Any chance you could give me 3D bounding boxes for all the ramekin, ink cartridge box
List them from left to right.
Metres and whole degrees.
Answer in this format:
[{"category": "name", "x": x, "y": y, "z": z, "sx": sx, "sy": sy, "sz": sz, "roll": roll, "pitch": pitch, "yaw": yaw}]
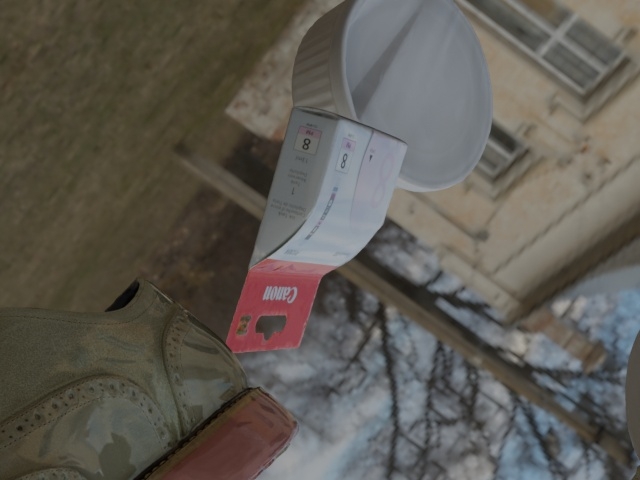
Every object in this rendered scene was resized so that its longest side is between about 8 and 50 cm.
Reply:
[{"category": "ink cartridge box", "x": 0.000, "y": 0.000, "z": 1.205, "sx": 0.189, "sy": 0.066, "sz": 0.232, "roll": 7, "pitch": 96, "yaw": -68}, {"category": "ramekin", "x": 0.083, "y": -0.189, "z": 1.606, "sx": 0.127, "sy": 0.273, "sz": 0.273, "roll": -9, "pitch": -141, "yaw": 48}]

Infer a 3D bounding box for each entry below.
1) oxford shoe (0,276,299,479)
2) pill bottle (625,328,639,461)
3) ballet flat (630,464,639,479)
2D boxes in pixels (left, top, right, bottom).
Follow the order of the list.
[{"category": "oxford shoe", "x": -0.160, "y": 0.118, "z": 0.580, "sx": 0.140, "sy": 0.146, "sz": 0.397, "roll": -41, "pitch": 173, "yaw": 24}, {"category": "pill bottle", "x": 0.382, "y": 0.114, "z": 0.910, "sx": 0.169, "sy": 0.301, "sz": 0.169, "roll": -177, "pitch": -90, "yaw": -77}, {"category": "ballet flat", "x": 0.268, "y": 0.082, "z": 0.553, "sx": 0.147, "sy": 0.409, "sz": 0.147, "roll": -12, "pitch": -104, "yaw": 58}]
